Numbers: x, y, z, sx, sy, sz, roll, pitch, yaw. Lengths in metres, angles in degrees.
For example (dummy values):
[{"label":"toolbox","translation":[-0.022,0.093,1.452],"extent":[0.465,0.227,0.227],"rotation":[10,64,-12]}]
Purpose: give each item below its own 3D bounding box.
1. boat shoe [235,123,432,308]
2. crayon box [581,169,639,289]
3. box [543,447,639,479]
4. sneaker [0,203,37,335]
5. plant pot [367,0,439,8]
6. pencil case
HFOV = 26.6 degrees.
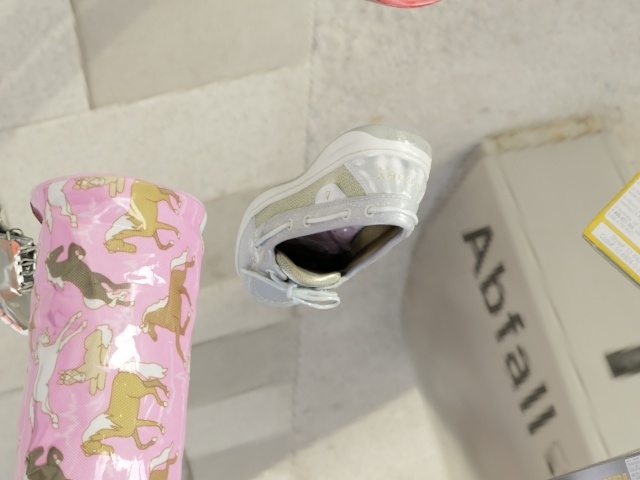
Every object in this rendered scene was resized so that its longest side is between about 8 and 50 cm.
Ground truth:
[{"label":"boat shoe","translation":[0.003,0.000,1.315],"extent":[0.118,0.103,0.320],"rotation":[19,149,-23]},{"label":"crayon box","translation":[0.427,-0.051,1.236],"extent":[0.323,0.203,0.083],"rotation":[-47,156,6]},{"label":"box","translation":[0.311,0.195,1.160],"extent":[0.183,0.056,0.231],"rotation":[-14,168,-22]},{"label":"sneaker","translation":[-0.319,0.027,1.401],"extent":[0.065,0.158,0.061],"rotation":[-37,171,14]},{"label":"plant pot","translation":[0.041,-0.317,1.245],"extent":[0.191,0.174,0.191],"rotation":[-11,111,-33]},{"label":"pencil case","translation":[-0.178,0.135,1.100],"extent":[0.167,0.386,0.160],"rotation":[-7,162,32]}]
